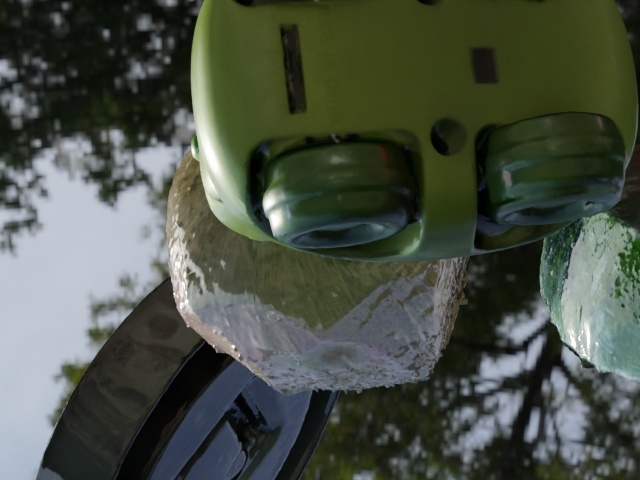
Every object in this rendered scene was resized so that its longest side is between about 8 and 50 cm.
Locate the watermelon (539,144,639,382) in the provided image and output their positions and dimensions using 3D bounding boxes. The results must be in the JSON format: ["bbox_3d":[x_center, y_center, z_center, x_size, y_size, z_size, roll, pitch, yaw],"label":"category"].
[{"bbox_3d":[0.370,-0.008,1.617,0.302,0.151,0.264,-25,-152,-6],"label":"watermelon"}]

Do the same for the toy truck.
[{"bbox_3d":[0.022,-0.056,0.681,0.187,0.148,0.210,-1,168,-30],"label":"toy truck"}]

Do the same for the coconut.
[{"bbox_3d":[-0.003,-0.002,0.894,0.194,0.194,0.194,1,-145,-1],"label":"coconut"}]

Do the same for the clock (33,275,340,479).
[{"bbox_3d":[-0.092,0.150,1.147,0.066,0.318,0.319,29,-138,23],"label":"clock"}]
